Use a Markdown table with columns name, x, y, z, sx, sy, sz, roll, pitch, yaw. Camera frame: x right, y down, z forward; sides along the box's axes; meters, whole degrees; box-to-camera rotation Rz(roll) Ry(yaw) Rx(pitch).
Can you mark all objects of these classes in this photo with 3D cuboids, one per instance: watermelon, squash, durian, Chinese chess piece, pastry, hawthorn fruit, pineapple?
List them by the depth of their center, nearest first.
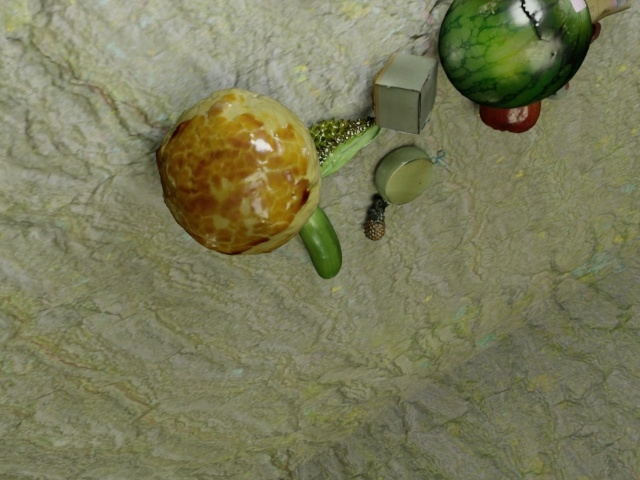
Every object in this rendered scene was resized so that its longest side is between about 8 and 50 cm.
| name | x | y | z | sx | sy | sz | roll | pitch | yaw |
| --- | --- | --- | --- | --- | --- | --- | --- | --- | --- |
| pastry | -0.186 | -0.145 | 1.418 | 0.389 | 0.312 | 0.388 | 3 | 119 | 5 |
| watermelon | 0.462 | -0.485 | 1.506 | 0.363 | 0.363 | 0.363 | -19 | 141 | -16 |
| durian | 0.019 | -0.245 | 1.656 | 0.375 | 0.106 | 0.132 | -34 | 148 | -10 |
| hawthorn fruit | 0.553 | -0.415 | 1.805 | 0.179 | 0.179 | 0.200 | -11 | 117 | -25 |
| Chinese chess piece | 0.256 | -0.199 | 1.906 | 0.189 | 0.083 | 0.188 | -19 | 138 | -18 |
| squash | 0.000 | 0.000 | 1.929 | 0.107 | 0.107 | 0.395 | -28 | 141 | -5 |
| pineapple | 0.183 | -0.076 | 2.005 | 0.074 | 0.074 | 0.159 | -13 | 131 | -23 |

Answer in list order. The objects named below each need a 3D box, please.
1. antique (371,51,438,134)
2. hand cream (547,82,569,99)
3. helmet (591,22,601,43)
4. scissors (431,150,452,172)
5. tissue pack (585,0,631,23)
| name | x | y | z | sx | sy | sz | roll | pitch | yaw |
| --- | --- | --- | --- | --- | --- | --- | --- | --- | --- |
| antique | 0.212 | -0.376 | 1.595 | 0.146 | 0.148 | 0.152 | 83 | 30 | -50 |
| hand cream | 0.662 | -0.505 | 1.821 | 0.078 | 0.124 | 0.341 | -44 | 146 | 12 |
| helmet | 0.746 | -0.605 | 1.802 | 0.111 | 0.057 | 0.089 | -14 | 136 | -15 |
| scissors | 0.395 | -0.246 | 1.999 | 0.058 | 0.014 | 0.119 | -43 | 138 | 16 |
| tissue pack | 0.684 | -0.655 | 1.615 | 0.257 | 0.123 | 0.215 | -30 | 124 | -12 |
